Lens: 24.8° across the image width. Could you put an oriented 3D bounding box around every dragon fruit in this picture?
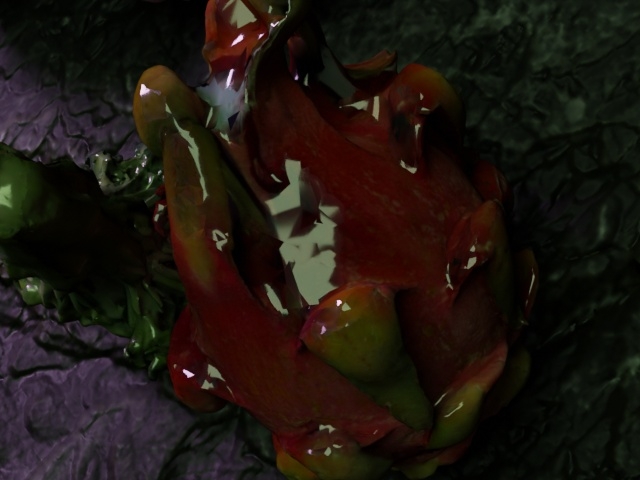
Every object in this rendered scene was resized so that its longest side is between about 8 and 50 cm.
[{"bbox_3d":[0.003,0.001,0.870,0.227,0.243,0.307,-19,84,9],"label":"dragon fruit"}]

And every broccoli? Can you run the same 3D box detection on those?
[{"bbox_3d":[-0.152,-0.010,0.923,0.165,0.304,0.145,27,89,13],"label":"broccoli"}]

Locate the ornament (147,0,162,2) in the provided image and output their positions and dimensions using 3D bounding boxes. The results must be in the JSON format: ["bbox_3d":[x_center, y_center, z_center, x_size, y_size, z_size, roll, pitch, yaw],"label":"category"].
[{"bbox_3d":[-0.107,-0.330,0.973,0.337,0.337,0.337,-7,74,25],"label":"ornament"}]
